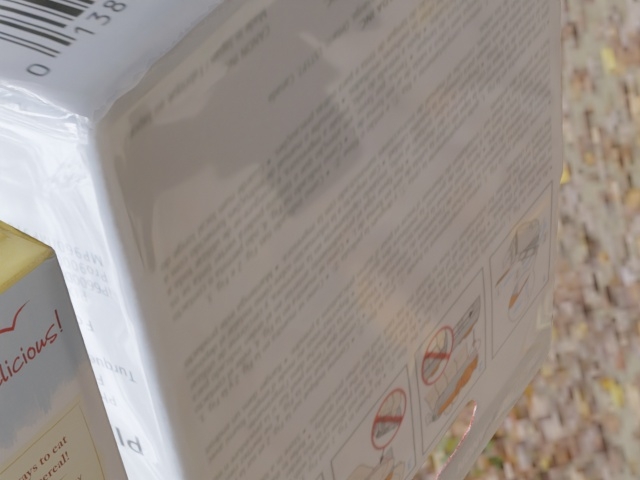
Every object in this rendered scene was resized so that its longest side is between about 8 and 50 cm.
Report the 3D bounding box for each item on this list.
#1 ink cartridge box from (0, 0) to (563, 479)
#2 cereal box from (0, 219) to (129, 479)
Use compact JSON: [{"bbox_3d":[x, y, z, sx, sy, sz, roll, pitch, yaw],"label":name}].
[{"bbox_3d":[0.000,0.000,0.729,0.091,0.308,0.385,21,139,27],"label":"ink cartridge box"},{"bbox_3d":[-0.123,0.130,0.475,0.047,0.173,0.240,25,140,36],"label":"cereal box"}]
